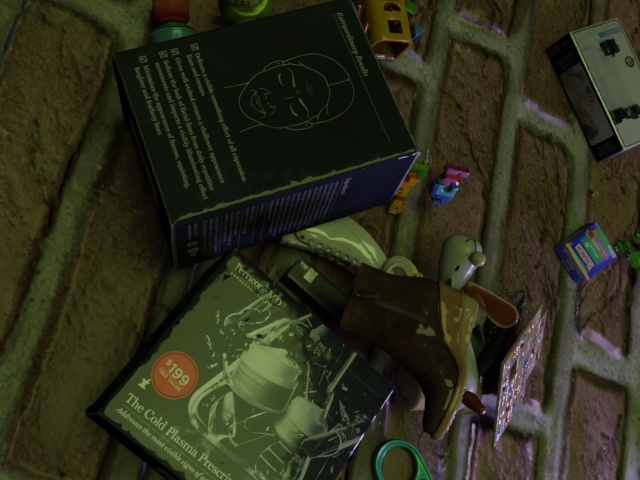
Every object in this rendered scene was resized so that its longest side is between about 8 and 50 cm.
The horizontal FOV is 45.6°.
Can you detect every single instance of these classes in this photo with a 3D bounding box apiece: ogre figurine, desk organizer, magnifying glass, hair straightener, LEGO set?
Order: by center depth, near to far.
[{"bbox_3d":[-0.007,0.091,1.347,0.130,0.050,0.047,42,64,-9],"label":"desk organizer"},{"bbox_3d":[0.187,0.441,1.356,0.231,0.026,0.092,40,65,-10],"label":"magnifying glass"},{"bbox_3d":[0.171,-0.101,1.464,0.227,0.093,0.087,10,42,-16],"label":"LEGO set"},{"bbox_3d":[0.340,0.181,1.477,0.089,0.047,0.230,39,65,-10],"label":"hair straightener"},{"bbox_3d":[0.751,0.040,1.672,0.197,0.097,0.118,7,55,-37],"label":"ogre figurine"}]

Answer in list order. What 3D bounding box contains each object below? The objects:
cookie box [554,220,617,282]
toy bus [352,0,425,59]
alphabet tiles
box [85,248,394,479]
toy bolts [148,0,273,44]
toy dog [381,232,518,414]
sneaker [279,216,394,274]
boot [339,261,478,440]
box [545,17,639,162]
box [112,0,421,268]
[{"bbox_3d":[0.563,0.025,1.618,0.107,0.040,0.092,-32,91,-26],"label":"cookie box"},{"bbox_3d":[0.120,-0.461,1.515,0.202,0.104,0.191,41,64,-10],"label":"toy bus"},{"bbox_3d":[0.373,0.238,1.416,0.237,0.009,0.198,-40,137,-45],"label":"alphabet tiles"},{"bbox_3d":[-0.122,0.247,1.183,0.343,0.179,0.313,41,65,-9],"label":"box"},{"bbox_3d":[-0.184,-0.358,1.316,0.228,0.218,0.159,-6,85,-6],"label":"toy bolts"},{"bbox_3d":[0.242,0.169,1.322,0.220,0.161,0.334,-17,107,-29],"label":"toy dog"},{"bbox_3d":[0.000,0.000,1.354,0.290,0.106,0.123,45,70,3],"label":"sneaker"},{"bbox_3d":[0.127,0.169,1.192,0.206,0.090,0.249,16,66,1],"label":"boot"},{"bbox_3d":[0.652,-0.341,1.725,0.169,0.087,0.290,-20,86,-26],"label":"box"},{"bbox_3d":[-0.093,-0.172,1.225,0.395,0.212,0.294,-17,74,-14],"label":"box"}]
